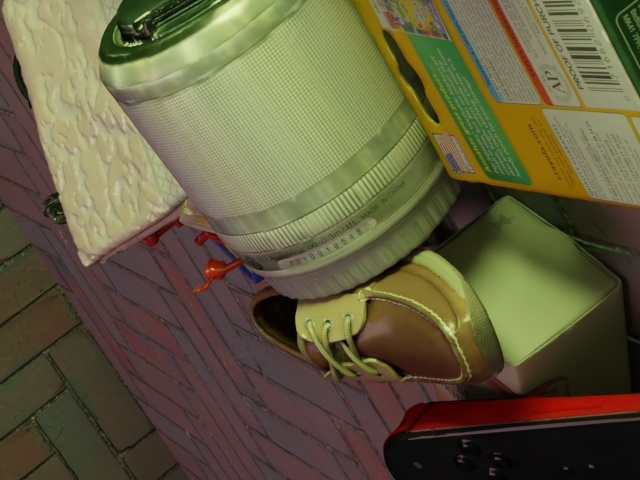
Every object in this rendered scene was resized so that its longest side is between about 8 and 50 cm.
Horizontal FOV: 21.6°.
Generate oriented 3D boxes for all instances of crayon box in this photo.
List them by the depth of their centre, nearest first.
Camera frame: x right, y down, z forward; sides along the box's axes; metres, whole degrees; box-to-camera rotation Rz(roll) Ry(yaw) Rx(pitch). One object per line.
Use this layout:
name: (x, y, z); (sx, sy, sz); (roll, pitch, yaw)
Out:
crayon box: (0.156, -0.134, 1.186); (0.203, 0.083, 0.323); (59, 162, -20)

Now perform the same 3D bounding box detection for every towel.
towel: (-0.231, -0.166, 1.836); (0.317, 0.053, 0.332); (-26, 79, 52)

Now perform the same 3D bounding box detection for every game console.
game console: (0.268, 0.269, 1.461); (0.342, 0.060, 0.386); (-7, 134, 48)

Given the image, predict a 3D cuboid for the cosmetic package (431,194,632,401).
cosmetic package: (0.191, 0.121, 1.537); (0.153, 0.129, 0.296); (41, 160, 37)

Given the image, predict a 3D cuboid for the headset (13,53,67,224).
headset: (-0.347, -0.167, 2.277); (0.394, 0.185, 0.243); (51, 168, 47)

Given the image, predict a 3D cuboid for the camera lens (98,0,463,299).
camera lens: (-0.033, -0.116, 1.383); (0.274, 0.219, 0.219); (54, 164, -25)

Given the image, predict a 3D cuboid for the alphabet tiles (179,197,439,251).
alphabet tiles: (0.000, 0.000, 1.689); (0.284, 0.021, 0.278); (16, 166, -8)

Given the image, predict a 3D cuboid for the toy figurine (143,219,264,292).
toy figurine: (-0.136, -0.028, 2.023); (0.362, 0.191, 0.217); (41, 165, 36)

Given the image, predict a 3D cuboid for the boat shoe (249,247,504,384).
boat shoe: (0.040, 0.077, 1.418); (0.324, 0.116, 0.123); (10, 128, 65)
